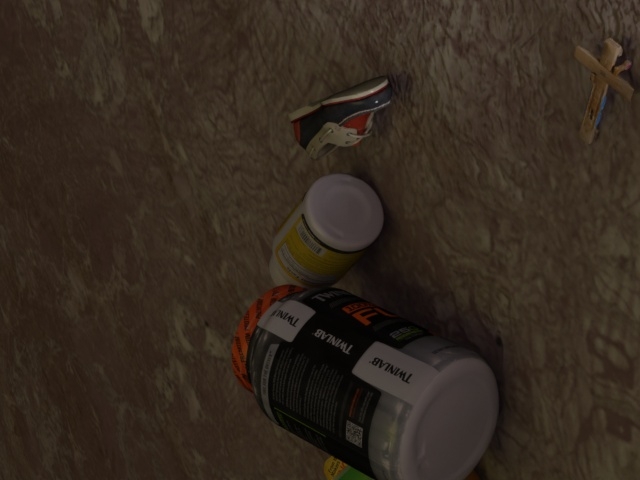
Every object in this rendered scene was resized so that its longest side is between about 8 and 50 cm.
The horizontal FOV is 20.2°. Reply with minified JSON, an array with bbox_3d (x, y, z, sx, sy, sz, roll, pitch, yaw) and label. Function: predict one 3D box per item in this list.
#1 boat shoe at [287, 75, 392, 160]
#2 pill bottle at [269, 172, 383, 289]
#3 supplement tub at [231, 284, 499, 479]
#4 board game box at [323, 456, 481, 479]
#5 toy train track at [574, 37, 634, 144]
[{"bbox_3d":[0.018,-0.090,1.334,0.137,0.049,0.043,-16,96,63],"label":"boat shoe"},{"bbox_3d":[0.000,0.000,1.401,0.065,0.065,0.116,63,150,14],"label":"pill bottle"},{"bbox_3d":[0.029,0.106,1.337,0.190,0.117,0.117,25,128,39],"label":"supplement tub"},{"bbox_3d":[0.094,0.247,1.376,0.124,0.039,0.259,-46,61,29],"label":"board game box"},{"bbox_3d":[0.174,-0.093,1.104,0.048,0.014,0.083,44,148,27],"label":"toy train track"}]
